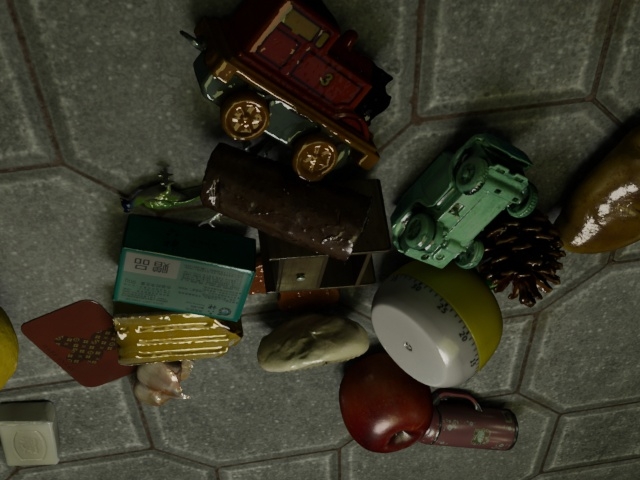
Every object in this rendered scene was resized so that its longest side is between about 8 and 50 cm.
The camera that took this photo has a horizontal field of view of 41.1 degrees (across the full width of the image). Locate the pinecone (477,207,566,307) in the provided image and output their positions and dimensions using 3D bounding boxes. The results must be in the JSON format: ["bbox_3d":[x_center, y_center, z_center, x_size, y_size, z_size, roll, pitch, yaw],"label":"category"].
[{"bbox_3d":[0.383,0.021,1.640,0.168,0.212,0.185,-39,138,25],"label":"pinecone"}]

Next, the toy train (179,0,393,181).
[{"bbox_3d":[-0.042,-0.252,1.307,0.369,0.163,0.232,27,115,-35],"label":"toy train"}]

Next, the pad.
[{"bbox_3d":[-0.488,0.224,1.804,0.181,0.004,0.267,-21,137,10],"label":"pad"}]

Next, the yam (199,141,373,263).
[{"bbox_3d":[-0.057,-0.061,1.401,0.279,0.131,0.131,20,133,4],"label":"yam"}]

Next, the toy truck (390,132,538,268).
[{"bbox_3d":[0.256,-0.070,1.559,0.155,0.156,0.279,20,128,-30],"label":"toy truck"}]

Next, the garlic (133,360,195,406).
[{"bbox_3d":[-0.346,0.306,1.859,0.124,0.099,0.174,17,131,-18],"label":"garlic"}]

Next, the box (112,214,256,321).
[{"bbox_3d":[-0.254,0.055,1.597,0.244,0.092,0.153,11,132,-13],"label":"box"}]

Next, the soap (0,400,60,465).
[{"bbox_3d":[-0.662,0.442,1.948,0.121,0.064,0.183,0,135,-10],"label":"soap"}]

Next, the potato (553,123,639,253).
[{"bbox_3d":[0.603,-0.095,1.620,0.195,0.176,0.369,-6,149,-48],"label":"potato"}]

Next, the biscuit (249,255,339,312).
[{"bbox_3d":[-0.070,0.087,1.735,0.186,0.036,0.192,-20,137,12],"label":"biscuit"}]

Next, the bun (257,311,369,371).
[{"bbox_3d":[-0.018,0.207,1.783,0.237,0.116,0.210,-9,175,3],"label":"bun"}]

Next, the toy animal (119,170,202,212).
[{"bbox_3d":[-0.247,-0.092,1.505,0.216,0.041,0.075,-11,143,-6],"label":"toy animal"}]

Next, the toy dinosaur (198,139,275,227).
[{"bbox_3d":[-0.143,-0.093,1.505,0.209,0.039,0.082,-47,134,12],"label":"toy dinosaur"}]

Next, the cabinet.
[{"bbox_3d":[0.000,0.000,1.544,0.215,0.148,0.175,-4,156,-8],"label":"cabinet"}]

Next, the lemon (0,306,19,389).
[{"bbox_3d":[-0.686,0.187,1.559,0.236,0.236,0.263,-32,160,19],"label":"lemon"}]

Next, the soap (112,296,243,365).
[{"bbox_3d":[-0.287,0.175,1.743,0.257,0.080,0.160,-4,137,-11],"label":"soap"}]

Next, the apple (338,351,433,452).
[{"bbox_3d":[0.151,0.374,1.965,0.218,0.201,0.218,-9,138,-8],"label":"apple"}]

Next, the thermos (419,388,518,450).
[{"bbox_3d":[0.341,0.460,2.165,0.330,0.110,0.136,9,133,-21],"label":"thermos"}]

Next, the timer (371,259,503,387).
[{"bbox_3d":[0.267,0.135,1.734,0.285,0.285,0.285,-7,137,-6],"label":"timer"}]
